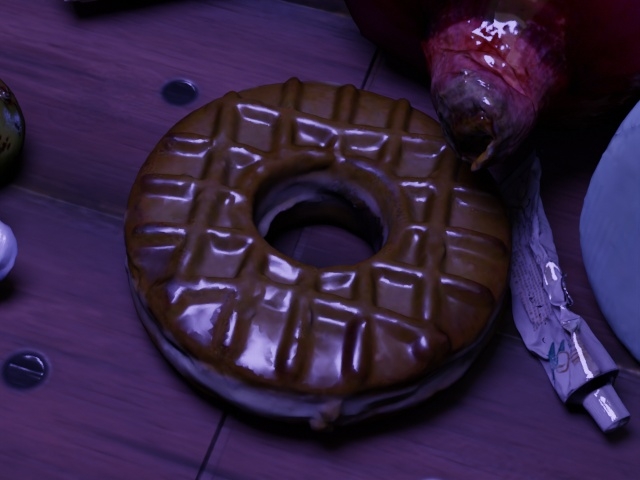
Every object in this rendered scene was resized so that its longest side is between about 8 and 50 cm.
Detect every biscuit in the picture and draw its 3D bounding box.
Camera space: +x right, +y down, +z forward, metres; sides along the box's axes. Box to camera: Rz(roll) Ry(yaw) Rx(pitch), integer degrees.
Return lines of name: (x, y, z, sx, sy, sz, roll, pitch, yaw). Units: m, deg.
biscuit: (0.000, 0.000, 0.963, 0.332, 0.103, 0.332, 3, 52, -4)

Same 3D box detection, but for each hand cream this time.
hand cream: (0.191, 0.043, 0.974, 0.050, 0.084, 0.257, 1, 55, -26)

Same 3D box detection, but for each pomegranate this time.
pomegranate: (-0.323, -0.090, 1.000, 0.142, 0.114, 0.114, -28, 55, 8)

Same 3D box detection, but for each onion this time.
onion: (0.177, -0.209, 0.992, 0.398, 0.398, 0.420, 14, 64, 4)

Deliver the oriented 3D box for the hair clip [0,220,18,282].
hair clip: (-0.362, -0.018, 0.938, 0.257, 0.075, 0.146, 15, 93, -1)

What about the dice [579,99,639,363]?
dice: (0.386, -0.016, 0.919, 0.262, 0.268, 0.264, -27, 58, -27)
